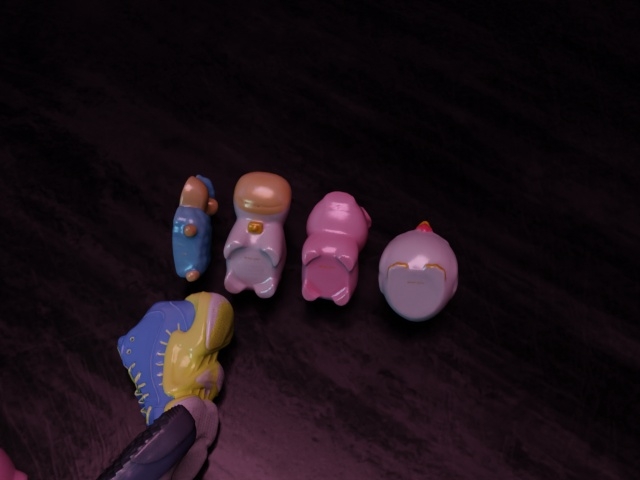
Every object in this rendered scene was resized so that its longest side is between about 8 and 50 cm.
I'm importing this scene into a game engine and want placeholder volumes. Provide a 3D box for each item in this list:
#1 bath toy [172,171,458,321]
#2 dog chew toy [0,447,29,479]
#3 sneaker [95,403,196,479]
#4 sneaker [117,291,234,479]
[{"bbox_3d":[0.000,0.000,1.216,0.348,0.151,0.129,11,25,4],"label":"bath toy"},{"bbox_3d":[-0.470,0.273,1.004,0.332,0.206,0.206,-2,60,-12],"label":"dog chew toy"},{"bbox_3d":[-0.207,0.321,1.009,0.131,0.112,0.319,38,87,-5],"label":"sneaker"},{"bbox_3d":[-0.181,0.172,1.143,0.126,0.091,0.240,2,59,21],"label":"sneaker"}]
